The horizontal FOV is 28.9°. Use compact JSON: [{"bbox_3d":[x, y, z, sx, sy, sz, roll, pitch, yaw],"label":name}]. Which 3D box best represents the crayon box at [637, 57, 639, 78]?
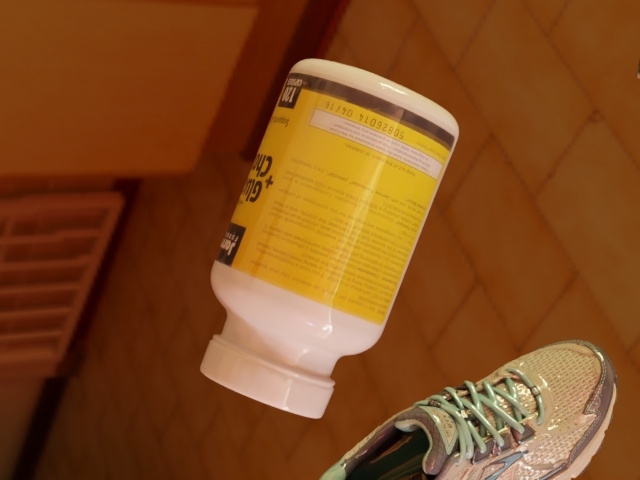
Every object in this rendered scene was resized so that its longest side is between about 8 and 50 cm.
[{"bbox_3d":[0.311,-0.195,0.486,0.313,0.106,0.363,30,127,41],"label":"crayon box"}]

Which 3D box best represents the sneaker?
[{"bbox_3d":[0.119,0.168,1.002,0.110,0.283,0.122,53,175,33],"label":"sneaker"}]

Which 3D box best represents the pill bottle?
[{"bbox_3d":[0.000,0.000,0.694,0.103,0.103,0.184,19,87,58],"label":"pill bottle"}]
